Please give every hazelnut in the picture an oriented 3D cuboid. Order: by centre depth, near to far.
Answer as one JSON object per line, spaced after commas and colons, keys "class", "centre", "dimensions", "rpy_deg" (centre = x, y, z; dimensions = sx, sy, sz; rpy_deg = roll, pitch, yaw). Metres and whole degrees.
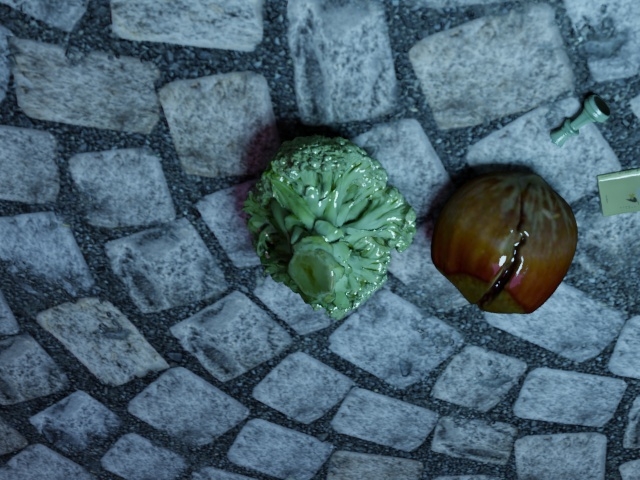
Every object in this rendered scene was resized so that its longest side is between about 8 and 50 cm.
{"class": "hazelnut", "centre": [0.279, 0.001, 1.372], "dimensions": [0.212, 0.181, 0.181], "rpy_deg": [24, 148, -1]}

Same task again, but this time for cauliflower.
{"class": "cauliflower", "centre": [0.000, 0.000, 1.353], "dimensions": [0.275, 0.250, 0.272], "rpy_deg": [38, 122, -18]}

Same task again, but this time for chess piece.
{"class": "chess piece", "centre": [0.370, -0.168, 1.310], "dimensions": [0.042, 0.042, 0.093], "rpy_deg": [33, 133, -20]}

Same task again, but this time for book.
{"class": "book", "centre": [0.484, -0.076, 1.388], "dimensions": [0.111, 0.014, 0.077], "rpy_deg": [-10, 128, 15]}
